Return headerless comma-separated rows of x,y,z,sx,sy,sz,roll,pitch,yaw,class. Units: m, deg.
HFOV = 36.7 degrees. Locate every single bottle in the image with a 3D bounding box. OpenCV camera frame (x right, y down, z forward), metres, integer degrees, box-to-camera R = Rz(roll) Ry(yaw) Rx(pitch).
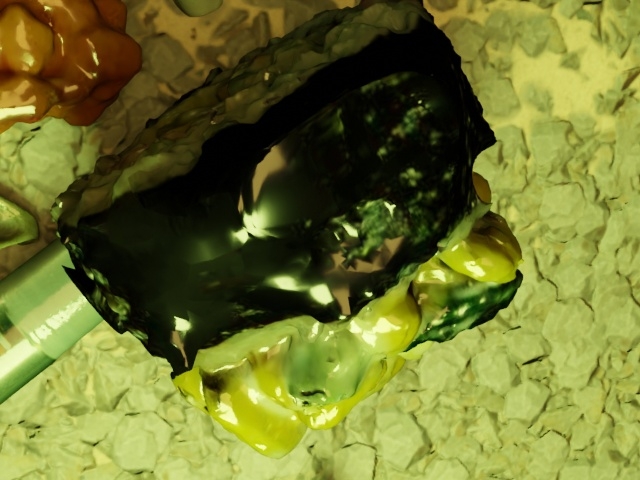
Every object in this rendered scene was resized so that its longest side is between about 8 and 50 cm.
-0.296,0.110,0.789,0.286,0.082,0.082,-39,108,-6,bottle

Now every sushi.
0.000,0.000,0.731,0.328,0.328,0.285,-37,106,-19,sushi

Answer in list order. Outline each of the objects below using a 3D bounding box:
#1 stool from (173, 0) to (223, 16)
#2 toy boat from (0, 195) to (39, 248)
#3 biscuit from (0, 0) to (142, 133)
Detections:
-0.057,-0.295,0.698,0.195,0.195,0.199,-18,117,1,stool
-0.305,-0.022,0.751,0.071,0.185,0.089,-24,64,21,toy boat
-0.293,-0.226,0.697,0.318,0.110,0.312,-2,91,-19,biscuit
